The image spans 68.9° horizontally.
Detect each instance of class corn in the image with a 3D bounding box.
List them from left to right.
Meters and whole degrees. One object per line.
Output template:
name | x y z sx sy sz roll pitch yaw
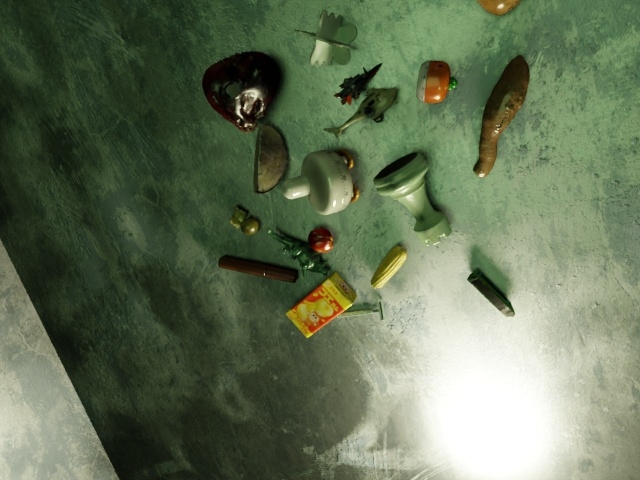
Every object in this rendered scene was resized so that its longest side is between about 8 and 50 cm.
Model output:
corn | 0.260 0.100 1.767 0.067 0.067 0.206 36 117 6

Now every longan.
longan | -0.294 -0.064 1.922 0.075 0.075 0.083 -12 75 24

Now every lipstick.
lipstick | -0.269 0.122 1.982 0.357 0.057 0.057 10 112 17

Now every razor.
razor | 0.162 0.294 1.898 0.212 0.036 0.084 -12 80 30

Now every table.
table | 0.017 -0.652 1.515 0.167 0.198 0.166 7 111 19

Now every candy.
candy | 0.002 0.266 1.913 0.146 0.088 0.276 48 118 1

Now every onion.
onion | -0.274 -0.551 1.660 0.281 0.221 0.280 0 99 -2

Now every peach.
peach | -0.001 0.001 1.817 0.101 0.101 0.100 7 111 18

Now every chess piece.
chess piece | 0.332 -0.132 1.603 0.195 0.194 0.299 -26 107 27

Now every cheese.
cheese | -0.344 -0.097 1.941 0.060 0.041 0.084 30 105 1

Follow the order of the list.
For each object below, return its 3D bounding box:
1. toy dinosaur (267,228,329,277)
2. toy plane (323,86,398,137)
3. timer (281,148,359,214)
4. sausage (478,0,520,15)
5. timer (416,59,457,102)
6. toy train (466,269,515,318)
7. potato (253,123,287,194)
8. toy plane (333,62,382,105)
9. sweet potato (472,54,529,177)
toy dinosaur | -0.095 0.058 1.883 0.292 0.079 0.119 26 110 8
toy plane | 0.142 -0.441 1.612 0.286 0.092 0.108 -34 73 27
timer | -0.002 -0.202 1.663 0.233 0.240 0.233 46 146 45
sausage | 0.487 -0.769 1.340 0.136 0.120 0.241 -40 91 16
timer | 0.373 -0.505 1.489 0.136 0.099 0.136 14 124 21
toy train | 0.622 0.193 1.677 0.209 0.042 0.044 44 141 0
potato | -0.199 -0.306 1.800 0.121 0.100 0.260 2 97 -20
toy plane | 0.130 -0.540 1.581 0.189 0.130 0.061 -45 131 13
sweet potato | 0.557 -0.380 1.461 0.109 0.109 0.384 20 115 13
